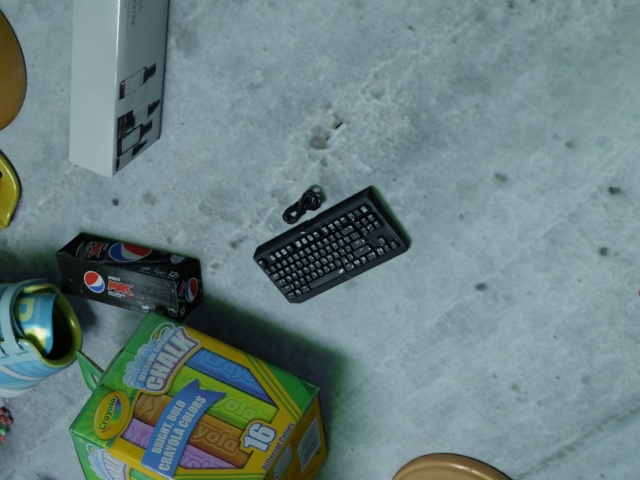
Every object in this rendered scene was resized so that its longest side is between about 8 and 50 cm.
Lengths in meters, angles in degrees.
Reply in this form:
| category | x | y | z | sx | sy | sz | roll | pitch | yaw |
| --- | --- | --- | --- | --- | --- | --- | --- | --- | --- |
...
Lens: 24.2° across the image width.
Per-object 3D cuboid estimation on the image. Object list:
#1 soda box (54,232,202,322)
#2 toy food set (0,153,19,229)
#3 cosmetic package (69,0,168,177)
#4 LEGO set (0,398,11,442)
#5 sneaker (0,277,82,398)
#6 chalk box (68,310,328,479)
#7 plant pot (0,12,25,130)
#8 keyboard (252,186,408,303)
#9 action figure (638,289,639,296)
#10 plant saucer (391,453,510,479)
| category | x | y | z | sx | sy | sz | roll | pitch | yaw |
| --- | --- | --- | --- | --- | --- | --- | --- | --- | --- |
| soda box | -0.222 | 0.042 | 1.728 | 0.169 | 0.053 | 0.060 | 12 | 124 | 24 |
| toy food set | -0.465 | -0.054 | 1.806 | 0.218 | 0.071 | 0.128 | -3 | 117 | 33 |
| cosmetic package | -0.206 | -0.192 | 1.542 | 0.060 | 0.099 | 0.239 | 21 | 128 | 16 |
| LEGO set | -0.444 | 0.189 | 1.955 | 0.132 | 0.107 | 0.287 | 39 | 149 | 53 |
| sneaker | -0.423 | 0.085 | 1.752 | 0.319 | 0.127 | 0.208 | 20 | 152 | -35 |
| chalk box | -0.161 | 0.216 | 1.688 | 0.289 | 0.179 | 0.180 | 22 | 150 | 18 |
| plant pot | -0.465 | -0.171 | 1.653 | 0.205 | 0.188 | 0.205 | 16 | 126 | 23 |
| keyboard | 0.000 | 0.000 | 1.586 | 0.180 | 0.023 | 0.108 | -28 | 102 | 39 |
| action figure | 0.351 | 0.079 | 1.416 | 0.115 | 0.030 | 0.038 | 34 | 126 | 15 |
| plant saucer | 0.159 | 0.332 | 1.690 | 0.200 | 0.037 | 0.200 | 15 | 125 | 23 |
